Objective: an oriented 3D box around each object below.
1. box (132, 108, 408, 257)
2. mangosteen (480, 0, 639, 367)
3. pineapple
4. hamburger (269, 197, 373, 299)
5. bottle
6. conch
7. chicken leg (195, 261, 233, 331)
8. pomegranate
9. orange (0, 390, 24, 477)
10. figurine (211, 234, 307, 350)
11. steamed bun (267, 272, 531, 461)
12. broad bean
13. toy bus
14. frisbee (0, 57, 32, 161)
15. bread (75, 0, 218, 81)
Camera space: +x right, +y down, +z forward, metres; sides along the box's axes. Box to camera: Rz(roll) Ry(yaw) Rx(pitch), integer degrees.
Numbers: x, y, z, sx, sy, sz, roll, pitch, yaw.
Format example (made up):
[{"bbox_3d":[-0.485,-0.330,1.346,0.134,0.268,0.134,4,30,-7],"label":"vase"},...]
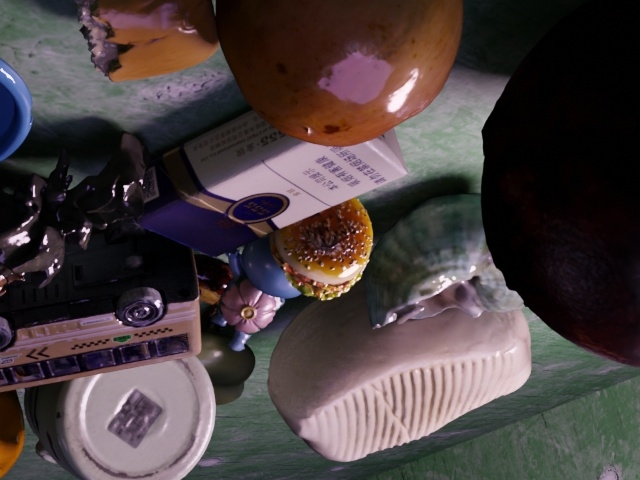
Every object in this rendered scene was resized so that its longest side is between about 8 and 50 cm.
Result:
[{"bbox_3d":[-0.057,-0.071,1.010,0.259,0.071,0.168,-25,155,21],"label":"box"},{"bbox_3d":[0.362,-0.061,0.893,0.422,0.380,0.381,3,157,3],"label":"mangosteen"},{"bbox_3d":[-0.310,-0.016,0.935,0.310,0.141,0.170,-22,-172,1],"label":"pineapple"},{"bbox_3d":[0.000,0.000,1.122,0.127,0.141,0.081,31,161,-9],"label":"hamburger"},{"bbox_3d":[-0.299,0.220,1.329,0.229,0.229,0.352,-1,177,-28],"label":"bottle"},{"bbox_3d":[0.193,0.028,1.268,0.277,0.195,0.220,-32,157,-38],"label":"conch"},{"bbox_3d":[-0.145,0.080,1.341,0.106,0.051,0.253,-8,158,2],"label":"chicken leg"},{"bbox_3d":[0.017,-0.160,0.701,0.191,0.191,0.191,-12,157,-5],"label":"pomegranate"},{"bbox_3d":[-0.570,0.303,1.438,0.249,0.183,0.249,-12,155,-5],"label":"orange"},{"bbox_3d":[-0.069,0.051,1.229,0.178,0.114,0.144,-53,166,17],"label":"figurine"},{"bbox_3d":[0.112,0.158,1.446,0.384,0.236,0.247,-23,147,4],"label":"steamed bun"},{"bbox_3d":[-0.188,0.192,1.506,0.169,0.100,0.228,5,154,-8],"label":"broad bean"},{"bbox_3d":[-0.286,0.080,1.100,0.290,0.139,0.157,-11,139,-11],"label":"toy bus"},{"bbox_3d":[-0.361,-0.111,0.776,0.242,0.045,0.242,-13,157,-5],"label":"frisbee"},{"bbox_3d":[-0.131,-0.172,0.720,0.106,0.082,0.125,-5,153,-5],"label":"bread"}]
